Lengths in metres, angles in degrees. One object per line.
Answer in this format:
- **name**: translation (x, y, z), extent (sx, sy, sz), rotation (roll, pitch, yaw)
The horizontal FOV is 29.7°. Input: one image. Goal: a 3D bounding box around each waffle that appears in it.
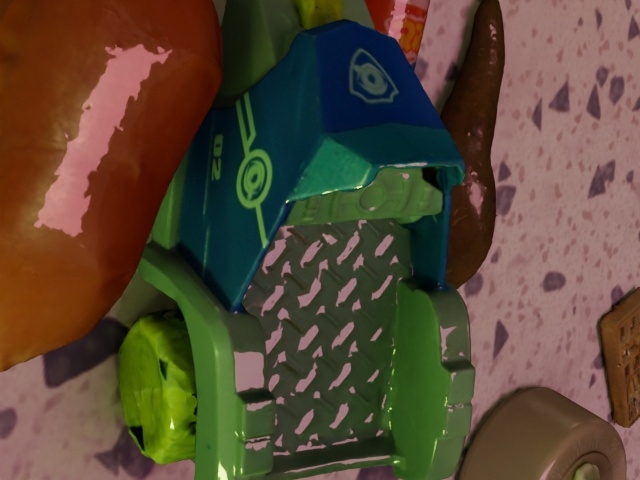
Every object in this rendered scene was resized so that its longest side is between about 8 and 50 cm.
- **waffle**: translation (0.319, 0.114, 1.214), extent (0.092, 0.021, 0.135), rotation (-34, 124, -31)

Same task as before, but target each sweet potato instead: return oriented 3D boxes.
- **sweet potato**: translation (0.113, -0.068, 0.937), extent (0.069, 0.059, 0.250), rotation (-7, 104, -64)

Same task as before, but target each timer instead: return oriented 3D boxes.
- **timer**: translation (0.267, 0.244, 1.027), extent (0.175, 0.266, 0.175), rotation (-14, 111, -41)

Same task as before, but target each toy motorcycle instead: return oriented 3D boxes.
- **toy motorcycle**: translation (0.000, 0.000, 0.723), extent (0.191, 0.200, 0.327), rotation (-5, 109, -29)

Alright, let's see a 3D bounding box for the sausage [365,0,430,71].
- **sausage**: translation (0.055, -0.246, 0.815), extent (0.074, 0.074, 0.274), rotation (6, 97, -45)

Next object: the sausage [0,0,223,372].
- **sausage**: translation (-0.141, -0.060, 0.644), extent (0.133, 0.133, 0.258), rotation (26, 88, -45)
